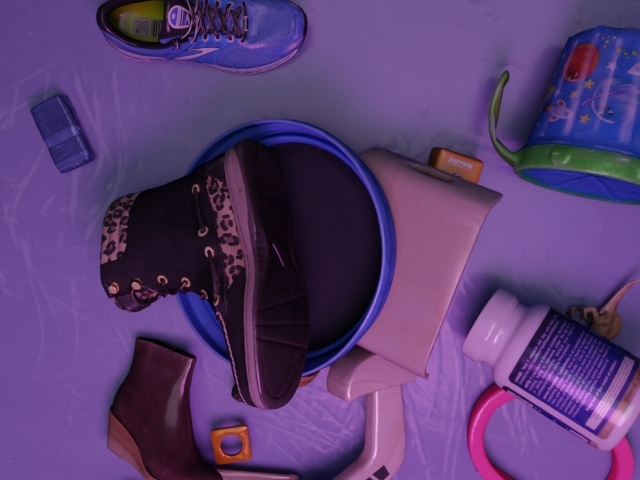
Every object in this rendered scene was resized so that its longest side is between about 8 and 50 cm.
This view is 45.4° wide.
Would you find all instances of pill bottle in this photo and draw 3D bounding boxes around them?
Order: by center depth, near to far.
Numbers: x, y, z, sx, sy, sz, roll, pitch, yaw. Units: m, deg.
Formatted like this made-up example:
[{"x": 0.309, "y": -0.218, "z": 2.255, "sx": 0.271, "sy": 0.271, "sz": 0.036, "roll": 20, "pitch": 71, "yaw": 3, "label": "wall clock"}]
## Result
[{"x": 0.363, "y": 0.193, "z": 1.192, "sx": 0.264, "sy": 0.153, "sz": 0.153, "roll": 32, "pitch": 99, "yaw": 17, "label": "pill bottle"}]

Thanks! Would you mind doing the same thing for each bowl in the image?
[{"x": -0.062, "y": 0.012, "z": 1.175, "sx": 0.391, "sy": 0.077, "sz": 0.391, "roll": 1, "pitch": 91, "yaw": 30, "label": "bowl"}]

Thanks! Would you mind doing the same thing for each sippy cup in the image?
[{"x": 0.427, "y": -0.185, "z": 1.135, "sx": 0.305, "sy": 0.240, "sz": 0.224, "roll": 15, "pitch": 89, "yaw": -22, "label": "sippy cup"}]

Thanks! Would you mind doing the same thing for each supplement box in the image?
[{"x": 0.186, "y": -0.029, "z": 1.232, "sx": 0.078, "sy": 0.080, "sz": 0.233, "roll": 16, "pitch": 97, "yaw": -2, "label": "supplement box"}]

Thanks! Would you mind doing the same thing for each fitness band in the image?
[{"x": 0.383, "y": 0.354, "z": 1.289, "sx": 0.291, "sy": 0.054, "sz": 0.209, "roll": 32, "pitch": 98, "yaw": -3, "label": "fitness band"}]

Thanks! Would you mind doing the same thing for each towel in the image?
[{"x": -0.427, "y": -0.176, "z": 1.268, "sx": 0.067, "sy": 0.029, "sz": 0.119, "roll": -23, "pitch": 97, "yaw": 6, "label": "towel"}]

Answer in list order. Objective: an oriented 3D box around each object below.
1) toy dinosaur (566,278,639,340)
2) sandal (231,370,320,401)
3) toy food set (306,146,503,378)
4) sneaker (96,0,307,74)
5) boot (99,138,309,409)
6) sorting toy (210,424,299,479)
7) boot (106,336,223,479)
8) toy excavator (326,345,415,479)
[{"x": 0.460, "y": 0.129, "z": 1.263, "sx": 0.092, "sy": 0.053, "sz": 0.183, "roll": 11, "pitch": 107, "yaw": -14, "label": "toy dinosaur"}, {"x": -0.046, "y": 0.220, "z": 1.276, "sx": 0.219, "sy": 0.090, "sz": 0.060, "roll": -31, "pitch": 104, "yaw": 6, "label": "sandal"}, {"x": 0.120, "y": 0.033, "z": 1.173, "sx": 0.219, "sy": 0.092, "sz": 0.306, "roll": 25, "pitch": 104, "yaw": 25, "label": "toy food set"}, {"x": -0.185, "y": -0.324, "z": 1.174, "sx": 0.330, "sy": 0.147, "sz": 0.130, "roll": -1, "pitch": 98, "yaw": 2, "label": "sneaker"}, {"x": -0.176, "y": 0.064, "z": 1.118, "sx": 0.284, "sy": 0.138, "sz": 0.377, "roll": -13, "pitch": 81, "yaw": 28, "label": "boot"}, {"x": -0.138, "y": 0.482, "z": 1.341, "sx": 0.196, "sy": 0.047, "sz": 0.348, "roll": 4, "pitch": 99, "yaw": -2, "label": "sorting toy"}, {"x": -0.242, "y": 0.292, "z": 1.268, "sx": 0.248, "sy": 0.090, "sz": 0.207, "roll": 21, "pitch": 95, "yaw": 24, "label": "boot"}, {"x": 0.036, "y": 0.452, "z": 1.254, "sx": 0.445, "sy": 0.222, "sz": 0.433, "roll": -37, "pitch": 108, "yaw": -20, "label": "toy excavator"}]
